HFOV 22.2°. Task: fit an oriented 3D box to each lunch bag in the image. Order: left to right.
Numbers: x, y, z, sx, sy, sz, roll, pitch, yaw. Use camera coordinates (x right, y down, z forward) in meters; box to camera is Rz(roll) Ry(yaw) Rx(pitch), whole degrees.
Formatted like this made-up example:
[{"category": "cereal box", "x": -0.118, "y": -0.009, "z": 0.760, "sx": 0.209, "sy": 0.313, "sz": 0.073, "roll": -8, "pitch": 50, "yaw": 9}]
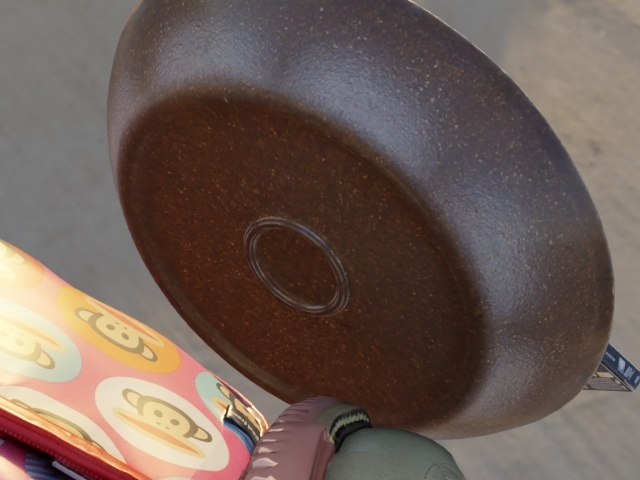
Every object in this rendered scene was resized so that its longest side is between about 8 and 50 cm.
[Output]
[{"category": "lunch bag", "x": -0.172, "y": 0.084, "z": 0.653, "sx": 0.293, "sy": 0.120, "sz": 0.258, "roll": 28, "pitch": 17, "yaw": -3}]

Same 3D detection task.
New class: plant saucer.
[{"category": "plant saucer", "x": 0.000, "y": 0.000, "z": 0.545, "sx": 0.198, "sy": 0.198, "sz": 0.036, "roll": 32, "pitch": 52, "yaw": 14}]

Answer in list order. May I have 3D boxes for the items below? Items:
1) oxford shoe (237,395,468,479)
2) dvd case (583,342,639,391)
[{"category": "oxford shoe", "x": 0.040, "y": 0.144, "z": 0.344, "sx": 0.146, "sy": 0.140, "sz": 0.397, "roll": 5, "pitch": 18, "yaw": -2}, {"category": "dvd case", "x": 0.100, "y": 0.034, "z": 0.821, "sx": 0.119, "sy": 0.087, "sz": 0.013, "roll": 41, "pitch": 76, "yaw": -10}]
